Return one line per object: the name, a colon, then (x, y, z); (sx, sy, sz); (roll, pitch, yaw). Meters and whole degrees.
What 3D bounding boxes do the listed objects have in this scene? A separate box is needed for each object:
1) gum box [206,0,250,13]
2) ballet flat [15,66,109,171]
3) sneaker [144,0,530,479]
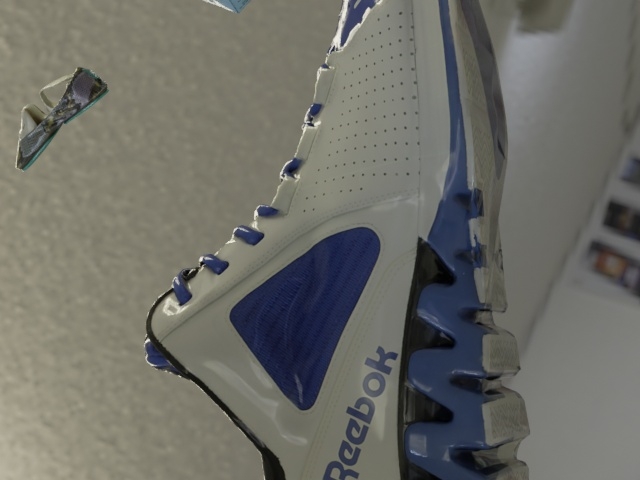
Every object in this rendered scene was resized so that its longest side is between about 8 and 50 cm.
gum box: (-0.144, -0.277, 1.421); (0.041, 0.157, 0.184); (-48, -47, -14)
ballet flat: (-0.220, -0.103, 1.424); (0.114, 0.041, 0.041); (-39, -4, 28)
sneaker: (0.000, 0.001, 0.874); (0.127, 0.182, 0.315); (29, -123, -73)
